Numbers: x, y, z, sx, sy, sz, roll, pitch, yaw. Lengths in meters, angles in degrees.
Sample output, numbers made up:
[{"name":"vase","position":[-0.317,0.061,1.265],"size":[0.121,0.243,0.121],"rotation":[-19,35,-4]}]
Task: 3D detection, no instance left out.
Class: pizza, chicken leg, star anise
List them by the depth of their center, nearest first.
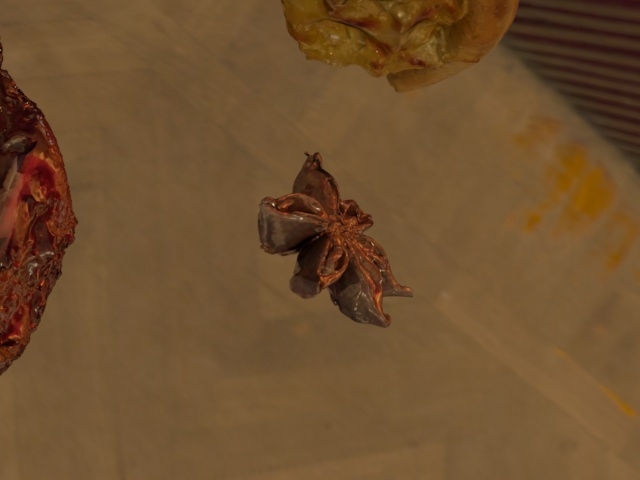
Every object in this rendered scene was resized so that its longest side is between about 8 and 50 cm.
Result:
[{"name":"pizza","position":[0.019,-0.089,0.618],"size":[0.099,0.160,0.035],"rotation":[15,72,-3]},{"name":"chicken leg","position":[-0.168,-0.017,0.896],"size":[0.093,0.053,0.205],"rotation":[10,56,10]},{"name":"star anise","position":[0.011,0.012,1.655],"size":[0.063,0.208,0.172],"rotation":[-38,95,21]}]
